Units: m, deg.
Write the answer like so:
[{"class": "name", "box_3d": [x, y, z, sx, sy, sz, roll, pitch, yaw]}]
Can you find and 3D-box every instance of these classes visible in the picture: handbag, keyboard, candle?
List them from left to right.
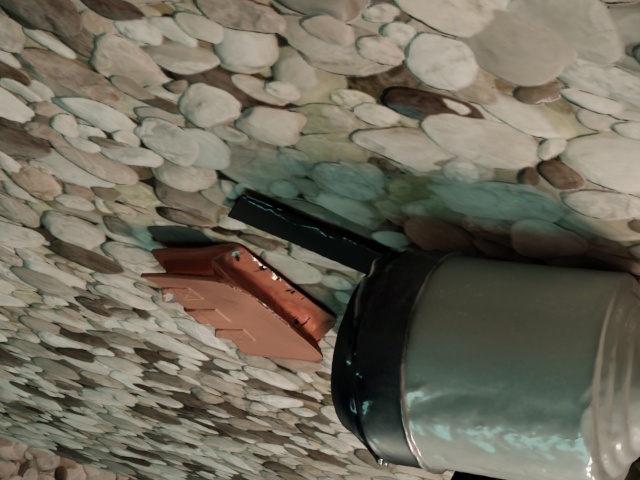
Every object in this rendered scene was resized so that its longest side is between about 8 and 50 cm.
[{"class": "handbag", "box_3d": [-0.096, 0.075, 1.618, 0.157, 0.059, 0.212, -1, 150, 40]}, {"class": "keyboard", "box_3d": [0.001, -0.002, 1.412, 0.196, 0.015, 0.074, 23, 162, -10]}, {"class": "candle", "box_3d": [0.197, 0.126, 1.276, 0.342, 0.221, 0.221, 7, 156, 28]}]

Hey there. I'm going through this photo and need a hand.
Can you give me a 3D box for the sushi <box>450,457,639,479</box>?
[{"class": "sushi", "box_3d": [0.314, 0.333, 1.450, 0.328, 0.285, 0.329, 29, 114, -18]}]
